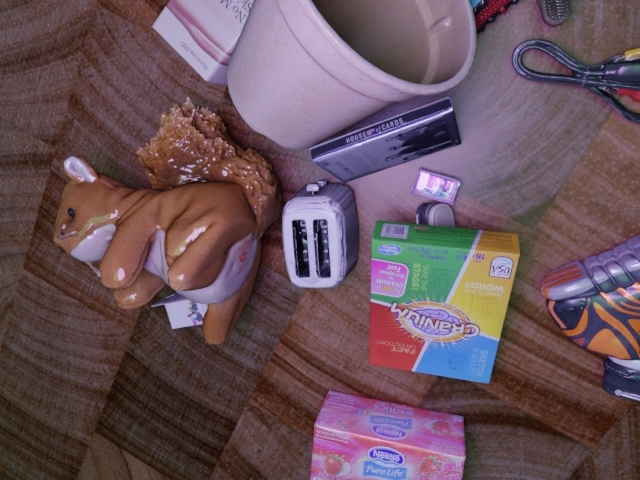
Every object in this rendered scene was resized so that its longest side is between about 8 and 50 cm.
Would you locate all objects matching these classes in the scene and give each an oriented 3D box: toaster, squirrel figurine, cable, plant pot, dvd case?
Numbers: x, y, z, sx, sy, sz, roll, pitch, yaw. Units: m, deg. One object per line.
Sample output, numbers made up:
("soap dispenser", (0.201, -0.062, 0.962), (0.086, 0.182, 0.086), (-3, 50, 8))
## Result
("toaster", (0.000, 0.000, 0.939), (0.129, 0.146, 0.227), (1, 104, 15))
("squirrel figurine", (-0.290, -0.060, 0.924), (0.370, 0.281, 0.397), (21, 69, 16))
("cable", (0.471, -0.275, 0.815), (0.287, 0.072, 0.139), (11, 123, 24))
("plant pot", (0.012, -0.304, 0.757), (0.334, 0.334, 0.305), (57, 144, -4))
("dvd case", (0.121, -0.166, 0.852), (0.238, 0.179, 0.030), (-16, 79, 17))

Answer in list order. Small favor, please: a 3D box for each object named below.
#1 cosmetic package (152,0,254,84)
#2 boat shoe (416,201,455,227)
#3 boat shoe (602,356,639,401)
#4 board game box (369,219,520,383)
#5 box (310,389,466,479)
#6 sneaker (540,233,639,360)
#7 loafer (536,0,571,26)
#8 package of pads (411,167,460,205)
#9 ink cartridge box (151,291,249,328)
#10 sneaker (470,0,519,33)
("cosmetic package", (-0.143, -0.446, 0.876), (0.153, 0.129, 0.296), (44, 110, 0))
("boat shoe", (0.224, 0.023, 0.944), (0.075, 0.065, 0.206), (-19, 111, -26))
("boat shoe", (0.668, 0.262, 0.857), (0.302, 0.114, 0.091), (12, 106, 24))
("board game box", (0.214, 0.121, 0.901), (0.242, 0.064, 0.317), (6, 126, 13))
("box", (0.141, 0.438, 1.012), (0.300, 0.142, 0.154), (8, 104, 12))
("sneaker", (0.572, 0.094, 0.842), (0.321, 0.124, 0.180), (-25, 100, 29))
("loafer", (0.375, -0.419, 0.794), (0.056, 0.050, 0.148), (-1, 88, 11))
("package of pads", (0.219, -0.103, 0.918), (0.083, 0.032, 0.050), (18, 108, 10))
("ink cartridge box", (-0.262, 0.140, 1.063), (0.181, 0.104, 0.062), (-11, 100, 17))
("sneaker", (0.230, -0.405, 0.824), (0.262, 0.104, 0.125), (-34, 65, 26))
